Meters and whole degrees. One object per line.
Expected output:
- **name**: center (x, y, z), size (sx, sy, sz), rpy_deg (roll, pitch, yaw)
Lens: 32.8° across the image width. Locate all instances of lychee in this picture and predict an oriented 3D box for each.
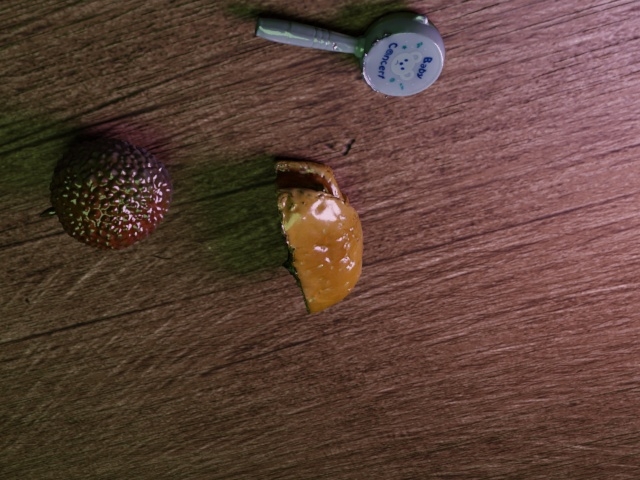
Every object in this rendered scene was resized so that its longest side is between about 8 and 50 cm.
- **lychee**: center (-0.303, -0.064, 1.531), size (0.197, 0.165, 0.165), rpy_deg (-20, 135, 24)

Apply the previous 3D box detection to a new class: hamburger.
- **hamburger**: center (0.000, 0.000, 1.651), size (0.131, 0.124, 0.262), rpy_deg (-8, 137, 2)

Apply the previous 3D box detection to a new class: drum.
- **drum**: center (0.051, -0.270, 1.429), size (0.253, 0.049, 0.130), rpy_deg (20, 131, -25)
